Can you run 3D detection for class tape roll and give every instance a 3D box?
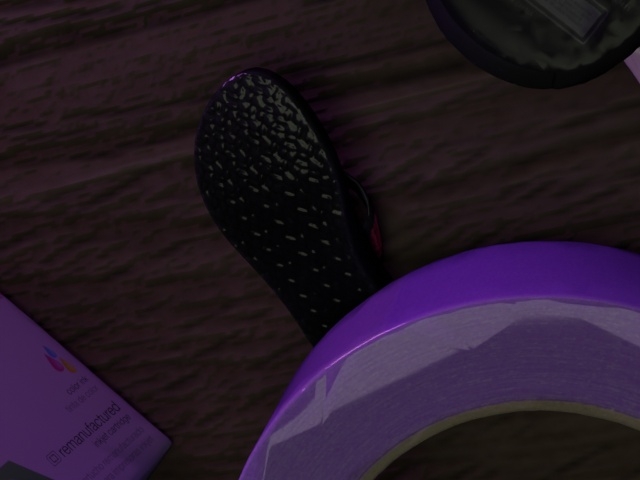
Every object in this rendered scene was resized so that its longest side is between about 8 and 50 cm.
[{"bbox_3d":[0.098,0.142,0.666,0.274,0.090,0.275,3,106,9],"label":"tape roll"}]

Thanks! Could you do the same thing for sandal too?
[{"bbox_3d":[0.000,0.000,0.713,0.067,0.040,0.179,-17,114,28],"label":"sandal"}]

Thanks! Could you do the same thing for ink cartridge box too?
[{"bbox_3d":[-0.199,0.085,0.738,0.212,0.154,0.093,39,114,5],"label":"ink cartridge box"}]

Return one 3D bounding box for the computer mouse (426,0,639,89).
[{"bbox_3d":[0.167,-0.147,0.544,0.184,0.060,0.262,34,103,11],"label":"computer mouse"}]

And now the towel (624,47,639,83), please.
[{"bbox_3d":[0.225,-0.196,0.565,0.332,0.053,0.317,-32,94,24],"label":"towel"}]
